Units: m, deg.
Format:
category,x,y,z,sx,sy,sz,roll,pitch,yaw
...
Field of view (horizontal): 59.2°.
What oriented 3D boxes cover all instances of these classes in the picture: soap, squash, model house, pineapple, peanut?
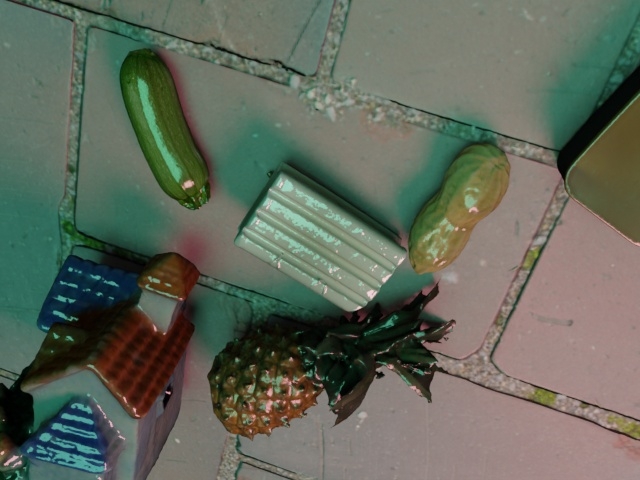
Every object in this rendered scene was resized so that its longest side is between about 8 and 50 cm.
category,x,y,z,sx,sy,sz,roll,pitch,yaw
soap,0.000,0.000,0.749,0.198,0.066,0.119,32,109,-12
squash,-0.207,-0.142,0.751,0.077,0.068,0.219,-16,110,13
model house,-0.307,0.155,0.778,0.252,0.295,0.329,22,119,-3
pineapple,0.020,0.173,0.792,0.365,0.165,0.165,-19,108,18
peanut,0.169,-0.036,0.709,0.082,0.082,0.187,32,115,-3

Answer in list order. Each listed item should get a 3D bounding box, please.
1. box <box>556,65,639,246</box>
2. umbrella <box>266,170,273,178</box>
category,x,y,z,sx,sy,sz,roll,pitch,yaw
box,0.378,-0.109,0.627,0.144,0.090,0.201,34,116,-4
umbrella,-0.027,-0.026,0.789,0.027,0.025,0.165,-36,105,-4
